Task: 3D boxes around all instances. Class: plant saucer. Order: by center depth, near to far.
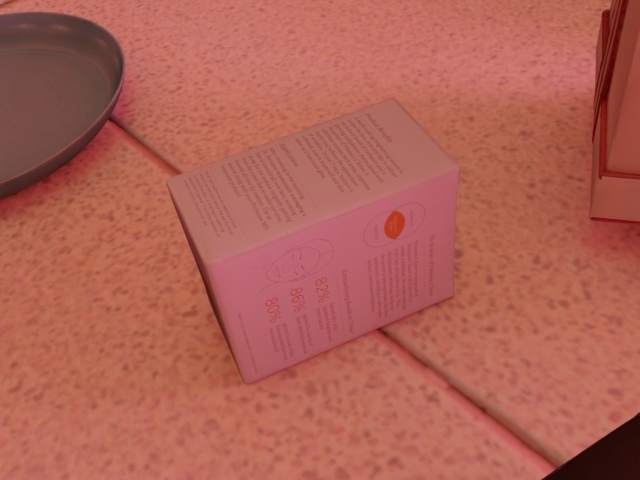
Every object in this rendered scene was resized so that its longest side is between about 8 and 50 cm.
[{"bbox_3d":[-0.350,-0.132,0.742,0.317,0.044,0.318,-4,47,4],"label":"plant saucer"}]

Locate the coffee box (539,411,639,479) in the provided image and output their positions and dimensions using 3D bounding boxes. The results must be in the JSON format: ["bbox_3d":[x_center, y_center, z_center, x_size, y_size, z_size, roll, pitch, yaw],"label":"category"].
[{"bbox_3d":[0.072,0.227,0.292,0.297,0.119,0.168,-27,50,-17],"label":"coffee box"}]

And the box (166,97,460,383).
[{"bbox_3d":[0.000,0.000,0.508,0.170,0.130,0.091,-21,47,-13],"label":"box"}]

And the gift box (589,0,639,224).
[{"bbox_3d":[0.335,-0.132,0.497,0.276,0.258,0.255,12,50,17],"label":"gift box"}]
